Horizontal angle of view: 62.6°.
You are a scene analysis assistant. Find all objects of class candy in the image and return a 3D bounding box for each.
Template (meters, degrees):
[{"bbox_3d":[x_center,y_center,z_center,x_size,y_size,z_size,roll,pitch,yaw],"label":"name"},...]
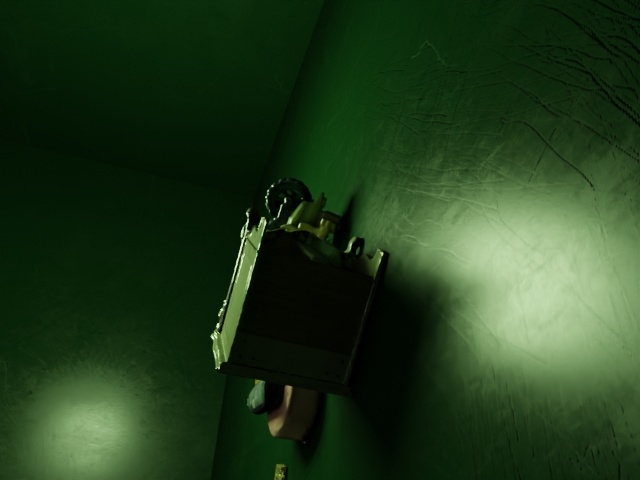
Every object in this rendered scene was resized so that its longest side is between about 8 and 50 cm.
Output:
[{"bbox_3d":[-0.069,0.400,1.374,0.255,0.095,0.255,-167,90,-77],"label":"candy"}]

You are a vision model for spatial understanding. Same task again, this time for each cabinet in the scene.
[{"bbox_3d":[-0.053,0.123,1.143,0.227,0.290,0.317,-150,76,-74],"label":"cabinet"}]

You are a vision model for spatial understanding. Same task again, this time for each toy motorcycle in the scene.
[{"bbox_3d":[-0.081,0.041,1.461,0.168,0.237,0.409,-71,-1,-78],"label":"toy motorcycle"}]

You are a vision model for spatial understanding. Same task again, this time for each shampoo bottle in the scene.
[{"bbox_3d":[-0.150,0.407,1.379,0.233,0.049,0.087,126,152,-58],"label":"shampoo bottle"}]

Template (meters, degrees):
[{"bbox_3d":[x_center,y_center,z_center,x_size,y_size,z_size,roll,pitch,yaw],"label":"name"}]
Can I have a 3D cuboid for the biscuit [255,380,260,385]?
[{"bbox_3d":[-0.203,0.454,2.004,0.254,0.035,0.253,-166,90,-77],"label":"biscuit"}]

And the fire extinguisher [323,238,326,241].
[{"bbox_3d":[0.006,0.003,1.591,0.046,0.032,0.100,-46,-3,-27],"label":"fire extinguisher"}]

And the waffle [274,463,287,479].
[{"bbox_3d":[-0.114,0.692,1.453,0.092,0.021,0.134,131,148,-67],"label":"waffle"}]
